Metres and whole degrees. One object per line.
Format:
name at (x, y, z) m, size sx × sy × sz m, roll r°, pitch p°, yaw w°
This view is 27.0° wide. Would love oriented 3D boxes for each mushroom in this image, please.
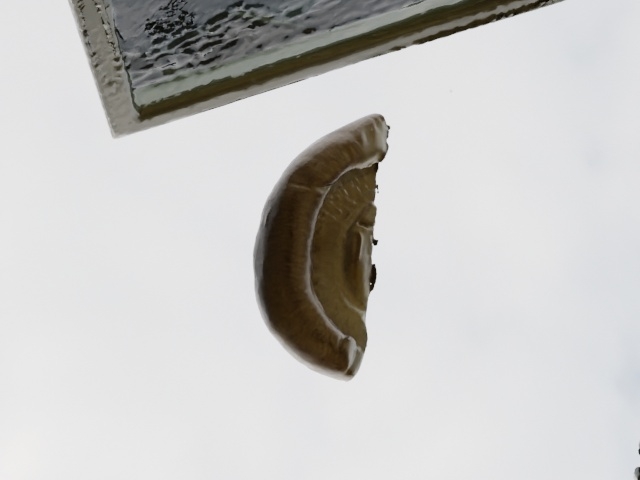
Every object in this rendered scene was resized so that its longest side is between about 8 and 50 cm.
mushroom at (-0.001, -0.001, 1.002) m, size 0.094 × 0.072 × 0.209 m, roll 17°, pitch -108°, yaw -37°

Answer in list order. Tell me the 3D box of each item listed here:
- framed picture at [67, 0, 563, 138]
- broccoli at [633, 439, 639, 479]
framed picture at (0.037, -0.165, 0.646) m, size 0.335 × 0.247 × 0.022 m, roll -18°, pitch -115°, yaw -8°
broccoli at (0.269, 0.196, 0.697) m, size 0.275 × 0.198 × 0.177 m, roll 33°, pitch -72°, yaw -12°
